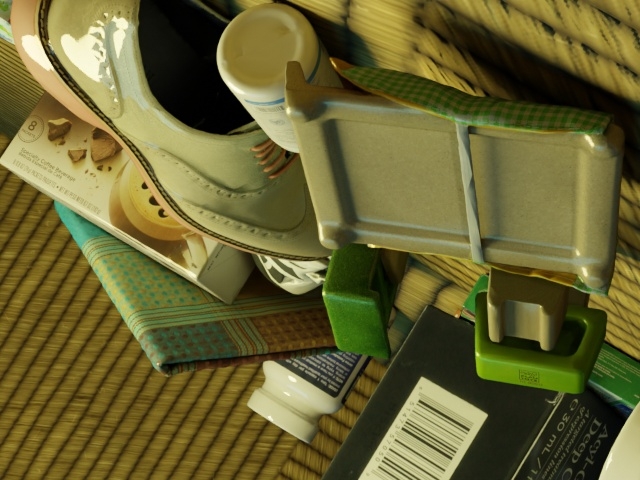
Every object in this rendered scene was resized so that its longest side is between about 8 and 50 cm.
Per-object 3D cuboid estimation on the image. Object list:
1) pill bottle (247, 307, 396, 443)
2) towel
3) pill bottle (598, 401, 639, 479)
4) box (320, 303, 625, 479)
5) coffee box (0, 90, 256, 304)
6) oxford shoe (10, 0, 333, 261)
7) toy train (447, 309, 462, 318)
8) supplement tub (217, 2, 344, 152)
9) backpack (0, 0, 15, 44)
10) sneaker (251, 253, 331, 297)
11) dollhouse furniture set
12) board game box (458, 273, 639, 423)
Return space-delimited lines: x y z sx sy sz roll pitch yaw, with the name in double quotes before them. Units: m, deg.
"pill bottle" -0.001 0.191 2.064 0.153 0.265 0.153 31 173 5
"towel" -0.142 0.031 1.499 0.271 0.040 0.370 -4 -145 -30
"pill bottle" 0.416 0.258 1.111 0.318 0.176 0.176 28 172 28
"box" 0.212 0.304 1.458 0.212 0.294 0.395 26 172 40
"coffee box" -0.191 -0.077 1.422 0.297 0.168 0.119 30 173 23
"oxford shoe" -0.070 -0.082 1.015 0.146 0.141 0.397 15 165 44
"toy train" 0.232 0.141 1.652 0.166 0.046 0.125 27 -164 -23
"supplement tub" -0.023 -0.111 0.864 0.071 0.071 0.107 29 173 22
"backpack" -0.260 -0.216 1.095 0.105 0.084 0.114 31 176 27
"sneaker" 0.000 0.000 1.319 0.146 0.122 0.330 29 173 33
"dollhouse furniture set" 0.101 -0.045 0.820 0.197 0.151 0.302 8 148 15
"board game box" 0.299 0.148 1.384 0.317 0.046 0.213 30 174 8
